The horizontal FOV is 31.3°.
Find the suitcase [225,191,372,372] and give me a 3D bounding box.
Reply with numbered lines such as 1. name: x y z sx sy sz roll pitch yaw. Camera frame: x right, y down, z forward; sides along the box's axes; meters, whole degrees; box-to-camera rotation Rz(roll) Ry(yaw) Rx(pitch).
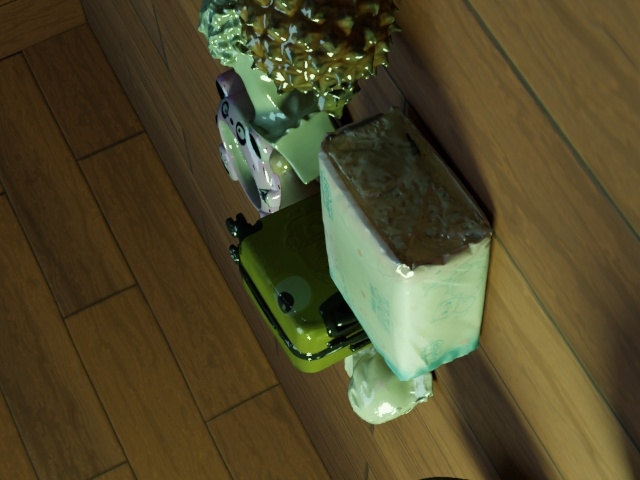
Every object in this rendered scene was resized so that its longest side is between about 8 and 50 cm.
1. suitcase: 0.005 0.049 1.513 0.235 0.194 0.143 56 160 29

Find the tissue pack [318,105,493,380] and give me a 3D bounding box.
1. tissue pack: 0.089 0.012 1.245 0.201 0.124 0.271 54 165 28

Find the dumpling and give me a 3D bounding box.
1. dumpling: 0.088 0.199 1.665 0.127 0.108 0.188 59 142 3

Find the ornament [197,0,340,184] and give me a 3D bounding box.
1. ornament: -0.058 -0.203 1.428 0.120 0.130 0.285 -108 -3 -69

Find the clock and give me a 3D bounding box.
1. clock: -0.097 -0.142 1.848 0.227 0.090 0.248 56 165 35

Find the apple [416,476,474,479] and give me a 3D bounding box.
1. apple: 0.187 0.430 1.427 0.257 0.233 0.295 -98 -19 -54

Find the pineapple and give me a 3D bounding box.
1. pineapple: 0.000 -0.207 1.069 0.166 0.166 0.193 -147 46 -69

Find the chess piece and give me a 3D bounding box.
1. chess piece: 0.000 0.000 1.671 0.139 0.124 0.307 -15 -99 -57
